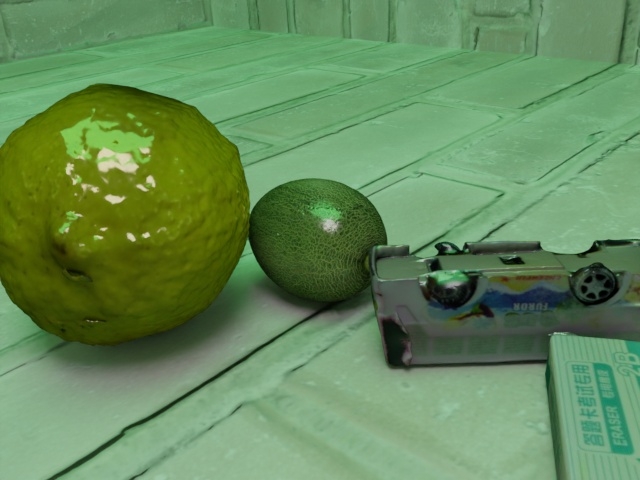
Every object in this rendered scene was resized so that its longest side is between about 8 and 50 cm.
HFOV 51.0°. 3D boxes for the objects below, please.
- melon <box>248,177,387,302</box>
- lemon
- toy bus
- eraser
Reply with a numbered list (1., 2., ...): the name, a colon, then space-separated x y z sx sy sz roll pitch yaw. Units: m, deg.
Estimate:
1. melon: 0.000 0.000 0.762 0.192 0.139 0.139 23 36 40
2. lemon: -0.204 -0.030 0.706 0.268 0.268 0.322 -5 21 -3
3. toy bus: 0.184 0.057 0.646 0.274 0.112 0.090 -2 24 2
4. eraser: 0.228 0.154 0.510 0.095 0.052 0.225 5 26 12
